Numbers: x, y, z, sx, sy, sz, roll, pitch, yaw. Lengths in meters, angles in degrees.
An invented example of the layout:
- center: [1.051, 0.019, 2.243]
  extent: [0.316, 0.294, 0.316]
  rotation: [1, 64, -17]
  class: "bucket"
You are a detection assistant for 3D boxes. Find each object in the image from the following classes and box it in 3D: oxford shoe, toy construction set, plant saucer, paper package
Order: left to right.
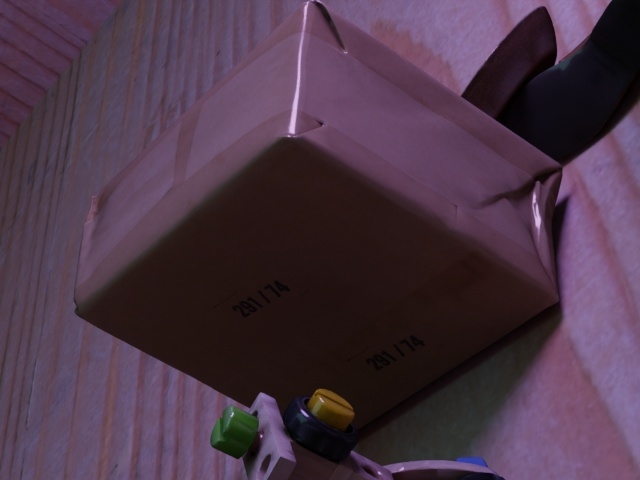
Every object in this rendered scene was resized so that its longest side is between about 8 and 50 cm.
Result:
- center: [-0.011, 0.257, 1.364]
  extent: [0.257, 0.237, 0.309]
  rotation: [-41, 26, 33]
  class: "toy construction set"
- center: [0.000, 0.000, 1.615]
  extent: [0.325, 0.309, 0.168]
  rotation: [-39, 31, 38]
  class: "paper package"
- center: [0.166, -0.127, 1.726]
  extent: [0.198, 0.036, 0.198]
  rotation: [-51, -11, -14]
  class: "plant saucer"
- center: [0.248, -0.146, 1.660]
  extent: [0.212, 0.076, 0.076]
  rotation: [-47, -8, 30]
  class: "oxford shoe"
